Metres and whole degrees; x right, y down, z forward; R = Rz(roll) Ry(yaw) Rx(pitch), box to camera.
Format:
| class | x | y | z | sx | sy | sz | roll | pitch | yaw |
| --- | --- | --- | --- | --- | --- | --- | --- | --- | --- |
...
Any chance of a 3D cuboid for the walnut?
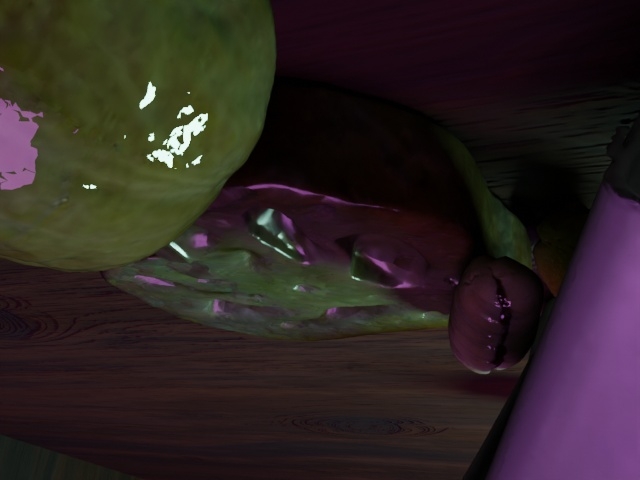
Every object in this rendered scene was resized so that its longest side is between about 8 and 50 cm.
| class | x | y | z | sx | sy | sz | roll | pitch | yaw |
| --- | --- | --- | --- | --- | --- | --- | --- | --- | --- |
| walnut | -0.145 | -0.114 | 0.500 | 0.282 | 0.227 | 0.283 | -10 | 126 | -15 |

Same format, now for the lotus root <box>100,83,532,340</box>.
| class | x | y | z | sx | sy | sz | roll | pitch | yaw |
| --- | --- | --- | --- | --- | --- | --- | --- | --- | --- |
| lotus root | 0.000 | 0.000 | 0.909 | 0.374 | 0.111 | 0.390 | 6 | 158 | -7 |

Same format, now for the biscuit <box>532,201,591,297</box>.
| class | x | y | z | sx | sy | sz | roll | pitch | yaw |
| --- | --- | --- | --- | --- | --- | --- | --- | --- | --- |
| biscuit | 0.250 | 0.029 | 0.890 | 0.170 | 0.050 | 0.170 | 43 | 166 | 14 |

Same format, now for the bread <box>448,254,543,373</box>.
| class | x | y | z | sx | sy | sz | roll | pitch | yaw |
| --- | --- | --- | --- | --- | --- | --- | --- | --- | --- |
| bread | 0.137 | 0.069 | 0.844 | 0.073 | 0.053 | 0.214 | 28 | 162 | 12 |

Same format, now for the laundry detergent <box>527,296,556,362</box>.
| class | x | y | z | sx | sy | sz | roll | pitch | yaw |
| --- | --- | --- | --- | --- | --- | --- | --- | --- | --- |
| laundry detergent | 0.308 | 0.201 | 1.048 | 0.214 | 0.281 | 0.105 | 6 | 158 | 6 |

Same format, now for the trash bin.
| class | x | y | z | sx | sy | sz | roll | pitch | yaw |
| --- | --- | --- | --- | --- | --- | --- | --- | --- | --- |
| trash bin | 0.265 | 0.102 | 0.682 | 0.295 | 0.256 | 0.368 | 23 | 132 | 21 |
